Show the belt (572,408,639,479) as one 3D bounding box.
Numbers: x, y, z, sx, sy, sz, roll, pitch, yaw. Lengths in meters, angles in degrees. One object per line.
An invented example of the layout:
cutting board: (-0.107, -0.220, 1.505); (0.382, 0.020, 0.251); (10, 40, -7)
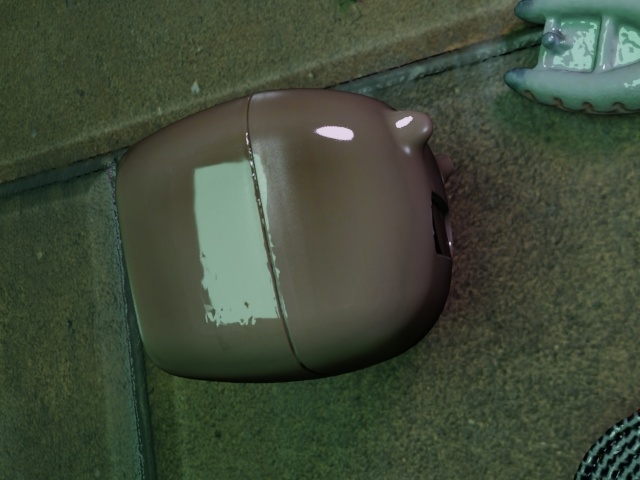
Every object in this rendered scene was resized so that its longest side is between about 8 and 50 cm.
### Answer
belt: (0.335, 0.265, 0.723); (0.207, 0.150, 0.258); (19, 99, 40)

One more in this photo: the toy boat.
toy boat: (0.283, -0.196, 0.800); (0.207, 0.079, 0.134); (14, 95, 34)

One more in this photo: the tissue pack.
tissue pack: (0.000, 0.000, 0.800); (0.276, 0.387, 0.267); (-9, 84, 14)
